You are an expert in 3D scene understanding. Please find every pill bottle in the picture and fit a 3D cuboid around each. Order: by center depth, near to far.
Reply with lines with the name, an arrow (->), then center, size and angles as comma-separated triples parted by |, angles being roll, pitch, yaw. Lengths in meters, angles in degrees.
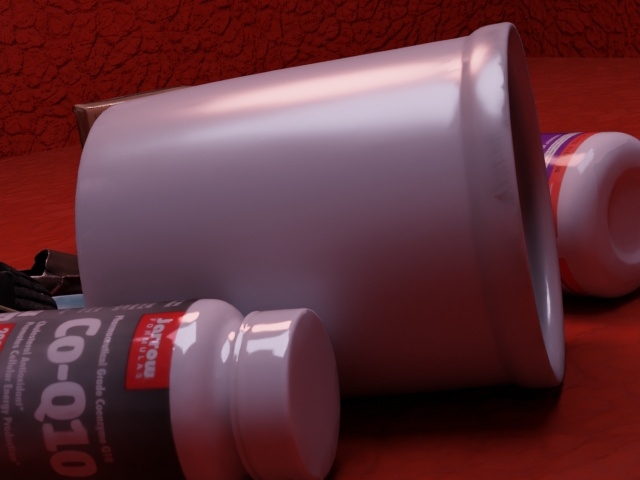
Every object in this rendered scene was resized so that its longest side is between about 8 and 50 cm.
pill bottle -> -0.138, 0.129, 1.076 | 0.283, 0.161, 0.161 | -5, 12, 17
pill bottle -> 0.218, -0.033, 1.539 | 0.323, 0.181, 0.181 | 4, 17, 45

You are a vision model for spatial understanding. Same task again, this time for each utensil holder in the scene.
utensil holder -> 0.012, -0.009, 1.246 | 0.385, 0.328, 0.327 | -7, 12, 15

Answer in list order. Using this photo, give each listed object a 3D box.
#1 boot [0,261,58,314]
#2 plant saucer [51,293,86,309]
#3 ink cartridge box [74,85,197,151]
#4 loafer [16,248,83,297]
boot -> -0.340, 0.139, 1.205 | 0.131, 0.348, 0.260 | -8, -31, 18
plant saucer -> -0.343, 0.124, 1.537 | 0.317, 0.044, 0.317 | -8, 13, 2
ink cartridge box -> -0.277, -0.120, 2.163 | 0.193, 0.235, 0.088 | -13, 13, -22
loafer -> -0.349, 0.048, 1.806 | 0.220, 0.078, 0.080 | -16, 14, -29
